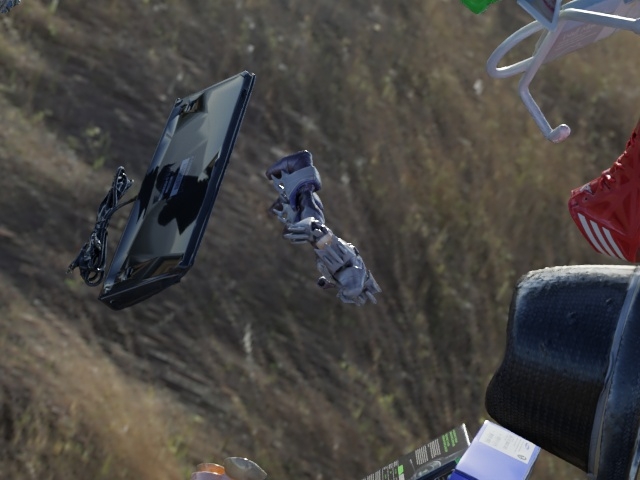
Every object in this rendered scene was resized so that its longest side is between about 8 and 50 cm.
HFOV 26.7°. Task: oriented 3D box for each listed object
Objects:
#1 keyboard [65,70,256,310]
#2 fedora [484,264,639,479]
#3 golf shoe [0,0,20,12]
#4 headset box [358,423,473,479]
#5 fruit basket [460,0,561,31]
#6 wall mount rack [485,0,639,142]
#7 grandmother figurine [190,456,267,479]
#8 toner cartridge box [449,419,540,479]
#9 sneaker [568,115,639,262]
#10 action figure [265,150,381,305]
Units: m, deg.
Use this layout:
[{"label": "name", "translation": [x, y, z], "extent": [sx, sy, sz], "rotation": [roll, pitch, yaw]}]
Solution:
[{"label": "keyboard", "translation": [-0.175, -0.049, 1.474], "extent": [0.033, 0.201, 0.317], "rotation": [49, 38, -32]}, {"label": "fedora", "translation": [0.252, 0.116, 1.310], "extent": [0.152, 0.334, 0.334], "rotation": [14, 24, 17]}, {"label": "golf shoe", "translation": [-0.389, -0.309, 1.578], "extent": [0.086, 0.176, 0.069], "rotation": [-24, 80, -30]}, {"label": "headset box", "translation": [0.169, 0.442, 1.972], "extent": [0.246, 0.283, 0.131], "rotation": [61, 6, -9]}, {"label": "fruit basket", "translation": [0.189, -0.447, 1.516], "extent": [0.327, 0.165, 0.353], "rotation": [38, 55, -20]}, {"label": "wall mount rack", "translation": [0.379, -0.248, 1.569], "extent": [0.350, 0.304, 0.130], "rotation": [-25, 75, -20]}, {"label": "grandmother figurine", "translation": [-0.175, 0.487, 1.924], "extent": [0.104, 0.208, 0.342], "rotation": [27, 58, -22]}, {"label": "toner cartridge box", "translation": [0.145, 0.393, 1.536], "extent": [0.075, 0.348, 0.165], "rotation": [24, 19, 15]}, {"label": "sneaker", "translation": [0.335, -0.077, 1.507], "extent": [0.128, 0.221, 0.087], "rotation": [6, 17, 28]}, {"label": "action figure", "translation": [0.000, 0.000, 2.016], "extent": [0.099, 0.185, 0.285], "rotation": [-27, 46, -2]}]
